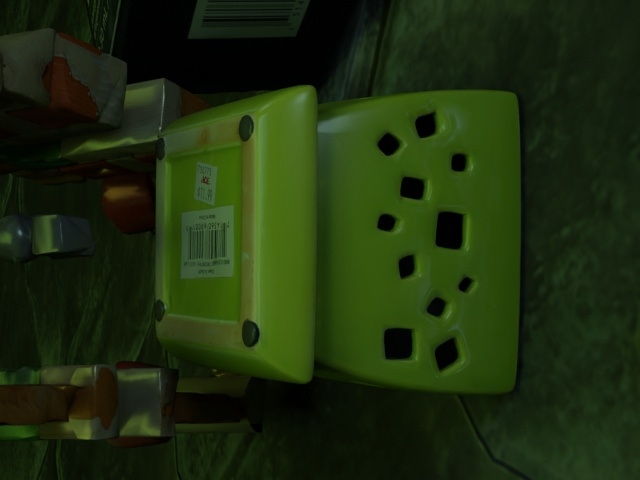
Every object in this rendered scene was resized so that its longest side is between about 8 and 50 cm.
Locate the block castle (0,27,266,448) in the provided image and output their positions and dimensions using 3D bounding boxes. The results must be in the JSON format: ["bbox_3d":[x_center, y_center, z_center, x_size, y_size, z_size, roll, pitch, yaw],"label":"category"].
[{"bbox_3d":[-0.230,0.021,0.831,0.213,0.453,0.303,-5,80,25],"label":"block castle"}]

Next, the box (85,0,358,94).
[{"bbox_3d":[-0.103,-0.370,0.889,0.293,0.212,0.395,118,141,-57],"label":"box"}]

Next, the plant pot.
[{"bbox_3d":[0.000,0.000,0.774,0.228,0.207,0.227,-1,88,57],"label":"plant pot"}]
